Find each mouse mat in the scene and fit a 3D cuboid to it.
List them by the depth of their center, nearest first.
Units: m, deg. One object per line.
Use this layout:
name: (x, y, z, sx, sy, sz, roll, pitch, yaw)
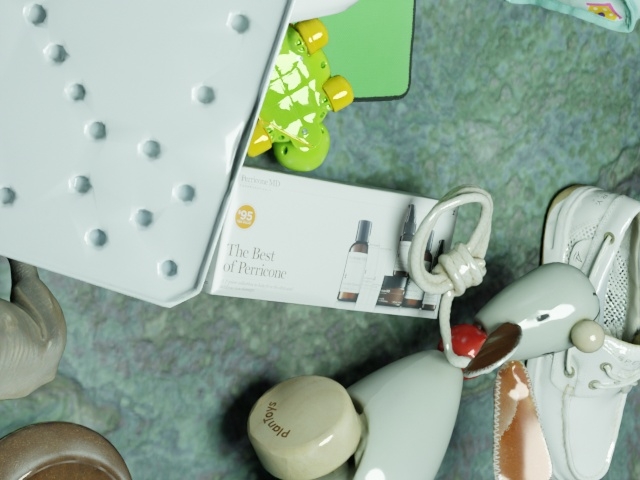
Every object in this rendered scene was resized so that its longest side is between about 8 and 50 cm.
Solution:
mouse mat: (0.019, -0.200, 1.398, 0.152, 0.007, 0.190, -6, 102, -41)

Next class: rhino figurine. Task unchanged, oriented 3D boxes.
rhino figurine: (-0.242, 0.070, 1.115, 0.106, 0.073, 0.243, 59, 31, 1)

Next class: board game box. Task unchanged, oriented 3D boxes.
board game box: (-0.193, -0.206, 0.957, 0.390, 0.050, 0.390, 18, 97, -4)

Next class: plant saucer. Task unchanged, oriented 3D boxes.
plant saucer: (-0.192, 0.213, 1.284, 0.168, 0.029, 0.169, -10, 105, -39)

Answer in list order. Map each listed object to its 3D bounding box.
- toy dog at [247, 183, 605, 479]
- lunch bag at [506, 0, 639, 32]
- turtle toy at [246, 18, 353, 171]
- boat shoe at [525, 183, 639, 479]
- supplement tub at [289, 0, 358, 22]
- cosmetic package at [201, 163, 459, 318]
toy dog: (0.099, 0.142, 1.389, 0.334, 0.161, 0.220, -48, 137, -3)
lunch bag: (0.209, -0.333, 1.426, 0.223, 0.160, 0.262, -57, 141, -17)
turtle toy: (-0.029, -0.105, 1.332, 0.095, 0.066, 0.130, -29, 116, -8)
boat shoe: (0.248, 0.093, 1.604, 0.098, 0.096, 0.277, -11, 107, -40)
supplement tub: (-0.083, -0.257, 1.077, 0.191, 0.191, 0.272, -18, 101, -38)
cosmetic package: (0.000, 0.000, 1.387, 0.239, 0.060, 0.099, 7, 93, -42)
